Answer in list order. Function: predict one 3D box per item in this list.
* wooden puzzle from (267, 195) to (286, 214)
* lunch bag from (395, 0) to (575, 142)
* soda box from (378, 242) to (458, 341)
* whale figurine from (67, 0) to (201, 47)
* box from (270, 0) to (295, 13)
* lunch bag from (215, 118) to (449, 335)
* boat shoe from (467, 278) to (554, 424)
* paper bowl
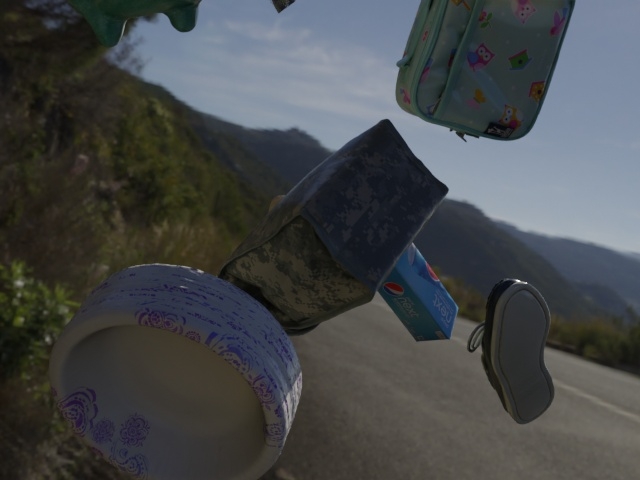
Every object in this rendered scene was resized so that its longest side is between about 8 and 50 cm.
[{"bbox_3d":[-0.007,-0.009,1.579,0.238,0.221,0.044,-11,43,-35],"label":"wooden puzzle"},{"bbox_3d":[0.237,-0.287,1.316,0.224,0.279,0.108,11,14,-22],"label":"lunch bag"},{"bbox_3d":[0.147,0.076,1.467,0.067,0.071,0.210,-9,-48,36],"label":"soda box"},{"bbox_3d":[-0.257,-0.374,1.235,0.216,0.272,0.141,53,30,-12],"label":"whale figurine"},{"bbox_3d":[-0.109,-0.448,1.357,0.184,0.045,0.191,53,4,-3],"label":"box"},{"bbox_3d":[0.000,0.000,1.243,0.169,0.235,0.287,49,-40,-10],"label":"lunch bag"},{"bbox_3d":[0.239,0.131,1.115,0.079,0.095,0.254,47,-12,45],"label":"boat shoe"},{"bbox_3d":[-0.161,0.152,1.053,0.284,0.284,0.148,14,36,5],"label":"paper bowl"}]
